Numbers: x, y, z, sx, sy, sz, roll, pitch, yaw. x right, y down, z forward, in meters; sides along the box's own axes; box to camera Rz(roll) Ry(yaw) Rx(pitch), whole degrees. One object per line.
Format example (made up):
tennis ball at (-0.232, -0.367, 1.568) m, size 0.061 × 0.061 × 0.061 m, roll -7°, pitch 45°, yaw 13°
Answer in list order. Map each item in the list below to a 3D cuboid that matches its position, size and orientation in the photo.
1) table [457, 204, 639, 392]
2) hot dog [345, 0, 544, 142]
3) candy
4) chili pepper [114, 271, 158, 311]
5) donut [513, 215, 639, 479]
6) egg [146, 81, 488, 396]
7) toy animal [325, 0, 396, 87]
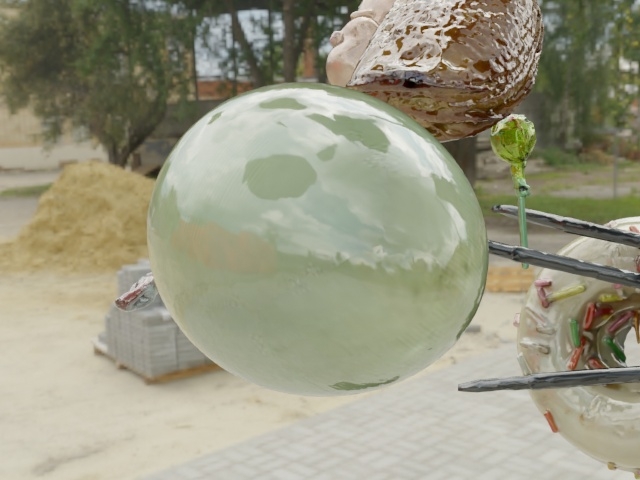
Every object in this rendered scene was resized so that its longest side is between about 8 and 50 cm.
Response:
table at (0.293, 0.048, 1.000) m, size 0.249 × 0.317 × 0.317 m, roll 6°, pitch 11°, yaw 28°
hot dog at (0.139, -0.214, 0.926) m, size 0.196 × 0.122 × 0.272 m, roll 4°, pitch 46°, yaw 26°
candy at (0.247, -0.061, 1.044) m, size 0.062 × 0.194 × 0.058 m, roll -6°, pitch 1°, yaw -33°
chili pepper at (-0.288, 0.083, 1.352) m, size 0.041 × 0.050 × 0.153 m, roll 4°, pitch 16°, yaw 8°
donut at (0.451, 0.149, 1.187) m, size 0.382 × 0.383 × 0.142 m, roll 4°, pitch -3°, yaw 38°
egg at (0.000, 0.000, 0.580) m, size 0.218 × 0.219 × 0.295 m, roll -7°, pitch 10°, yaw -28°
toy animal at (0.100, -0.347, 1.511) m, size 0.154 × 0.250 × 0.166 m, roll 23°, pitch -27°, yaw 10°
